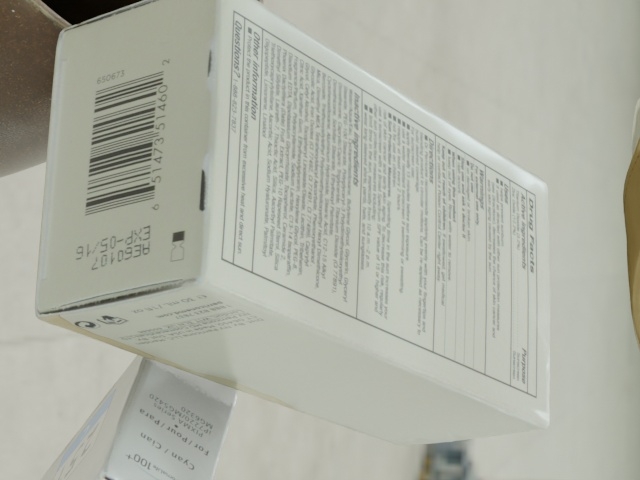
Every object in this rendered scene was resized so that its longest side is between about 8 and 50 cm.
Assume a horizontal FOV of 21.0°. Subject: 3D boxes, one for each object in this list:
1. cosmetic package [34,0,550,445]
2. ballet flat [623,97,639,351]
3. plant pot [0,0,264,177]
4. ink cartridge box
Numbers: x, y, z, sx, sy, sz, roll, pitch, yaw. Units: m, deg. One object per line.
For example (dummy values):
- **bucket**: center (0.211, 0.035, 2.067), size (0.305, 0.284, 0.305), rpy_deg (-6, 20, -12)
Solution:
- **cosmetic package**: center (0.000, 0.000, 0.919), size (0.309, 0.113, 0.160), rpy_deg (28, 58, -49)
- **ballet flat**: center (0.157, -0.063, 0.644), size (0.073, 0.080, 0.232), rpy_deg (44, -56, 56)
- **plant pot**: center (-0.189, -0.130, 1.022), size (0.215, 0.230, 0.215), rpy_deg (28, 44, -31)
- **ink cartridge box**: center (-0.163, 0.230, 0.914), size (0.296, 0.066, 0.261), rpy_deg (-51, -167, 25)
